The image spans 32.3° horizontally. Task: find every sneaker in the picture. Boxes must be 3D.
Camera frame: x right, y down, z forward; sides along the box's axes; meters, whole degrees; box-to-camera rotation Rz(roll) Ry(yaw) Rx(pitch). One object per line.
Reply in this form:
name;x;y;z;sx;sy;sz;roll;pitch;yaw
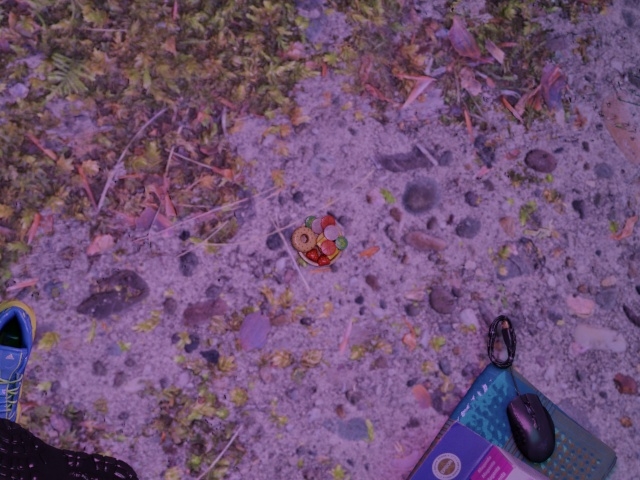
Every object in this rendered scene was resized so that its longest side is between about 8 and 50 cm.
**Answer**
sneaker;-0.406;0.345;1.540;0.283;0.124;0.107;25;36;-16
sneaker;-0.460;0.197;1.559;0.091;0.126;0.240;10;77;-13

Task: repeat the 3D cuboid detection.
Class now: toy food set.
toy food set;0.000;0.000;1.776;0.082;0.020;0.083;-43;92;-18

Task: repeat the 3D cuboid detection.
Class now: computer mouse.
computer mouse;0.322;0.237;1.767;0.071;0.041;0.242;-17;85;-15

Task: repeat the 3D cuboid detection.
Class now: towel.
towel;0.276;0.410;1.770;0.271;0.040;0.370;40;75;-4

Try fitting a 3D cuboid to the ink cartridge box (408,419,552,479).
ink cartridge box;0.241;0.485;1.647;0.330;0.071;0.324;33;98;-15
